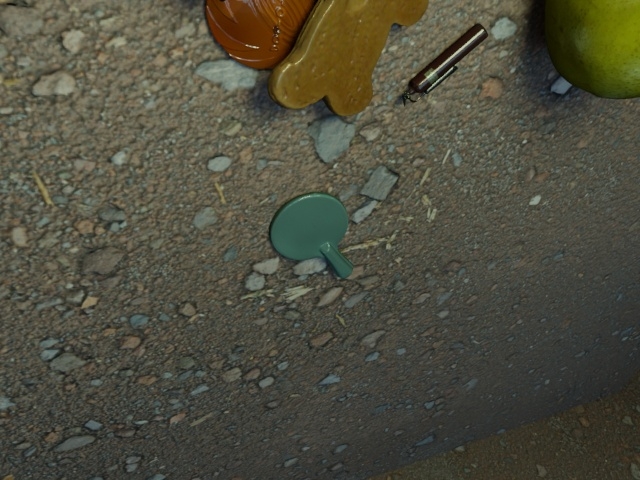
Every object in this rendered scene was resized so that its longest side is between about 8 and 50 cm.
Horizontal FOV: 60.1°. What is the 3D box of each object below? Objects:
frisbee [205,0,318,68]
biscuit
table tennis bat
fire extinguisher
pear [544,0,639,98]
[{"bbox_3d":[-0.056,-0.313,0.733,0.191,0.035,0.192,-16,136,-16],"label":"frisbee"},{"bbox_3d":[0.058,-0.330,0.750,0.215,0.047,0.340,-4,128,-45],"label":"biscuit"},{"bbox_3d":[0.000,0.000,1.072,0.152,0.040,0.244,-34,134,6],"label":"table tennis bat"},{"bbox_3d":[0.200,-0.283,0.912,0.173,0.035,0.049,-39,176,10],"label":"fire extinguisher"},{"bbox_3d":[0.473,-0.351,0.821,0.294,0.294,0.294,-16,137,-15],"label":"pear"}]
